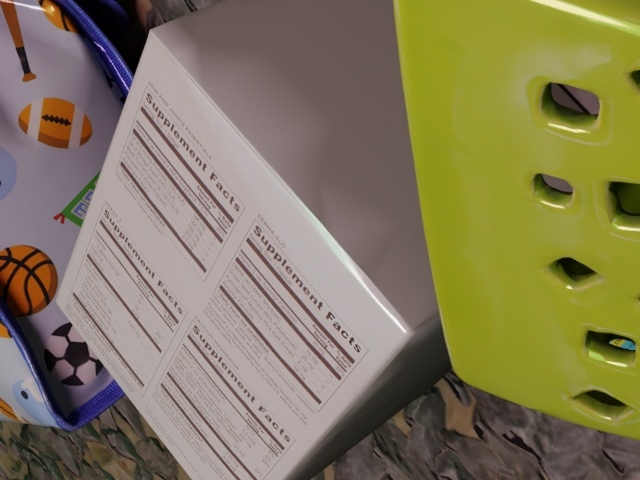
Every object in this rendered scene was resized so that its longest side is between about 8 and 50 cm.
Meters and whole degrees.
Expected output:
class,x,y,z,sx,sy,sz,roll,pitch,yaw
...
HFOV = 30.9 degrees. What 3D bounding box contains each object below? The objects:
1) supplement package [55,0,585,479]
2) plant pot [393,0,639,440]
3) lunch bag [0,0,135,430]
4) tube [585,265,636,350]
class,x,y,z,sx,sy,sz,roll,pitch,yaw
supplement package,0.000,0.000,0.685,0.198,0.199,0.263,49,142,13
plant pot,0.177,-0.050,0.395,0.207,0.227,0.228,24,150,30
lunch bag,-0.278,-0.062,0.948,0.328,0.239,0.385,-13,111,55
tube,0.190,0.061,0.571,0.207,0.052,0.080,27,154,-20
